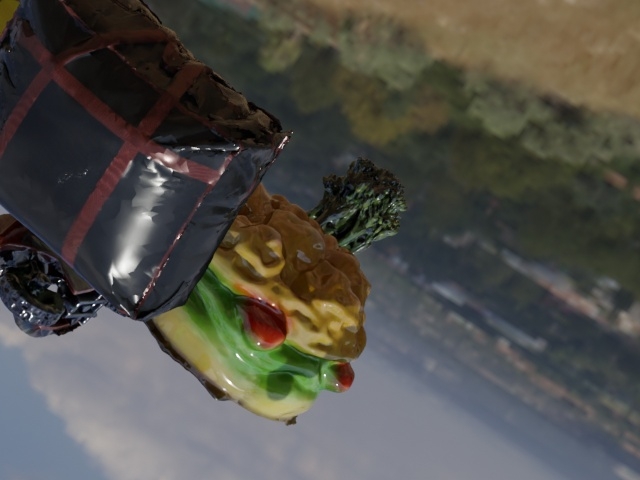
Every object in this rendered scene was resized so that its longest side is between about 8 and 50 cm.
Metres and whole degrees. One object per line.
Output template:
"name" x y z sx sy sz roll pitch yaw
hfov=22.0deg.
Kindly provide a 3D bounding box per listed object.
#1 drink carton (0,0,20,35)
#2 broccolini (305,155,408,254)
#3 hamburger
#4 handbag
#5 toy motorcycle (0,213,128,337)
"drink carton" -0.280 -0.197 1.473 0.111 0.154 0.351 -16 119 47
"broccolini" -0.003 0.000 1.599 0.091 0.202 0.068 49 174 7
"hamburger" -0.048 0.043 1.454 0.237 0.149 0.237 42 -168 -11
"handbag" -0.143 -0.074 1.171 0.215 0.169 0.155 41 -154 9
"toy motorcycle" -0.251 0.031 1.568 0.122 0.082 0.213 54 -161 15
